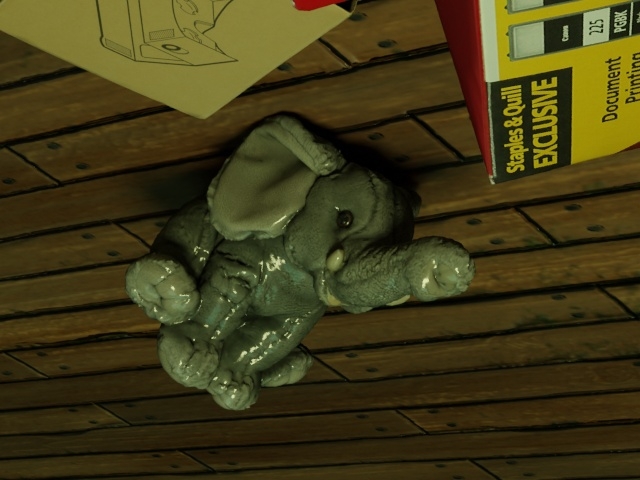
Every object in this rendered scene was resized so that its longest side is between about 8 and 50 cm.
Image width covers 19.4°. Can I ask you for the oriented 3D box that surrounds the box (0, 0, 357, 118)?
[{"bbox_3d":[-0.095,-0.144,1.150,0.164,0.021,0.201,25,152,-23],"label":"box"}]

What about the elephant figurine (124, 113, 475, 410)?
[{"bbox_3d":[0.000,0.000,1.270,0.239,0.186,0.169,-36,168,27],"label":"elephant figurine"}]

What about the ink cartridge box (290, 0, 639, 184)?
[{"bbox_3d":[0.112,-0.160,0.770,0.272,0.130,0.309,-14,153,1],"label":"ink cartridge box"}]
